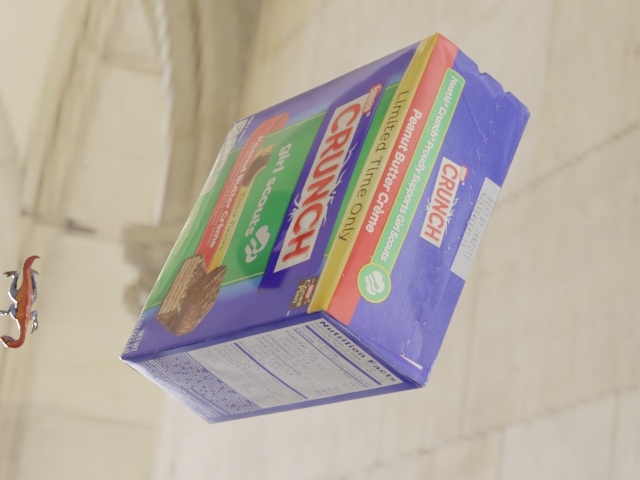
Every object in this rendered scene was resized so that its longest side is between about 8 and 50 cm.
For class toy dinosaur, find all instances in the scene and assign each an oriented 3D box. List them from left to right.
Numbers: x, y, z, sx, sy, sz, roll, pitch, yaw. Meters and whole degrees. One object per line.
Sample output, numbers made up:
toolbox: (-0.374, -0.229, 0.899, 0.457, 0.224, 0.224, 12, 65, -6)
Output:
toy dinosaur: (-0.324, 0.071, 2.135, 0.047, 0.082, 0.090, 1, -28, -10)

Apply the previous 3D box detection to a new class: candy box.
candy box: (0.000, 0.000, 1.669, 0.122, 0.268, 0.317, 37, -29, -25)
